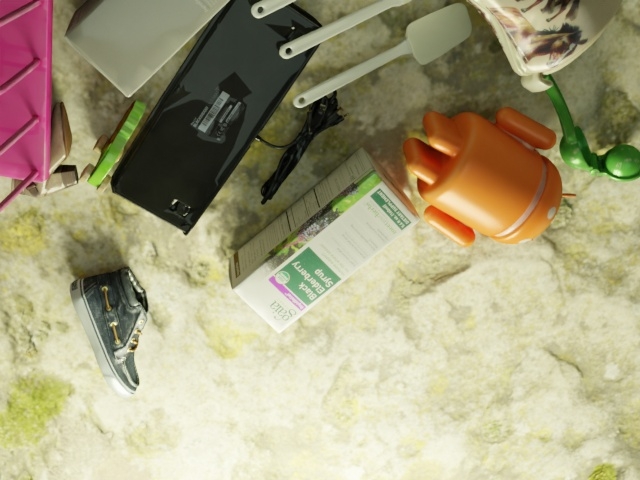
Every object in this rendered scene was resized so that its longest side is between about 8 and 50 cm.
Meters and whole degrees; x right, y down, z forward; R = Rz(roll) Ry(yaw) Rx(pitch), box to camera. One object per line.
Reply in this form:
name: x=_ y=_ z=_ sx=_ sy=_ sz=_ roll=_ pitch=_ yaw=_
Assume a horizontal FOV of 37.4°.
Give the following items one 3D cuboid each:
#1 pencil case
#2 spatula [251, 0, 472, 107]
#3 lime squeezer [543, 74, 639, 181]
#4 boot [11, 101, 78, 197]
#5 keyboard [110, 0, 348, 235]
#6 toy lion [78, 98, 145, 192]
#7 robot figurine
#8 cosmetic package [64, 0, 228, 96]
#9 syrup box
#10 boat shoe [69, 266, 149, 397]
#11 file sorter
pencil case: x=0.162 y=-0.351 z=1.020 sx=0.410 sy=0.160 sz=0.183 roll=42 pitch=91 yaw=-23
spatula: x=0.053 y=-0.261 z=1.108 sx=0.242 sy=0.019 sz=0.168 roll=-29 pitch=120 yaw=-8
lime squeezer: x=0.380 y=-0.126 z=1.211 sx=0.310 sy=0.059 sz=0.110 roll=20 pitch=126 yaw=-18
boot: x=-0.342 y=-0.106 z=1.138 sx=0.087 sy=0.042 sz=0.118 roll=-4 pitch=113 yaw=-1
keyboard: x=-0.098 y=-0.141 z=1.160 sx=0.201 sy=0.033 sz=0.317 roll=31 pitch=108 yaw=-19
toy lion: x=-0.239 y=-0.118 z=1.116 sx=0.034 sy=0.100 sz=0.096 roll=32 pitch=126 yaw=-19
robot figurine: x=0.210 y=-0.077 z=1.179 sx=0.219 sy=0.128 sz=0.158 roll=28 pitch=77 yaw=-19
cosmetic package: x=-0.160 y=-0.281 z=1.031 sx=0.238 sy=0.127 sz=0.107 roll=-39 pitch=115 yaw=9
syrup box: x=0.000 y=0.000 z=1.205 sx=0.237 sy=0.096 sz=0.093 roll=-40 pitch=115 yaw=10
boat shoe: x=-0.257 y=0.123 z=1.245 sx=0.083 sy=0.065 sz=0.183 roll=-17 pitch=116 yaw=2
file sorter: x=-0.409 y=-0.185 z=0.990 sx=0.202 sy=0.182 sz=0.291 roll=9 pitch=114 yaw=0
